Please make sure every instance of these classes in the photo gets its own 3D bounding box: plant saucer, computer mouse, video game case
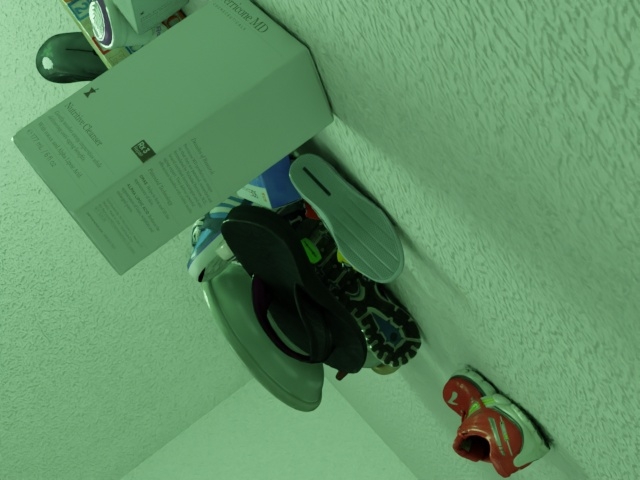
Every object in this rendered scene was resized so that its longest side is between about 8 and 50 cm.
[{"bbox_3d":[-0.099,0.187,2.207,0.400,0.100,0.400,49,-167,-15],"label":"plant saucer"},{"bbox_3d":[-0.545,-0.443,2.349,0.072,0.272,0.188,68,-162,-76],"label":"computer mouse"},{"bbox_3d":[-0.131,-0.197,1.714,0.244,0.061,0.269,-158,49,-70],"label":"video game case"}]

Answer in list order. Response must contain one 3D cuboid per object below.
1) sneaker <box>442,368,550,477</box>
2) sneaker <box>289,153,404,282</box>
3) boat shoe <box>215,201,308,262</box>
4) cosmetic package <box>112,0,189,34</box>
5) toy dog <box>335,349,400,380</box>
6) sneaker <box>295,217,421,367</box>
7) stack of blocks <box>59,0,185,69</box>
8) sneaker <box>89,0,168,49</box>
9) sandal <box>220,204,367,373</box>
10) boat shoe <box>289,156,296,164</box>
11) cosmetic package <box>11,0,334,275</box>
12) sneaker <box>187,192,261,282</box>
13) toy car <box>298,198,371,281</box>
[{"bbox_3d":[0.258,0.302,1.651,0.107,0.118,0.279,57,170,-20],"label":"sneaker"},{"bbox_3d":[0.053,-0.036,1.584,0.258,0.094,0.091,54,-169,23],"label":"sneaker"},{"bbox_3d":[-0.081,0.003,1.985,0.158,0.127,0.340,49,-155,-4],"label":"boat shoe"},{"bbox_3d":[-0.287,-0.435,1.664,0.085,0.117,0.231,53,172,0],"label":"cosmetic package"},{"bbox_3d":[0.042,0.188,2.196,0.220,0.161,0.333,59,169,-30],"label":"toy dog"},{"bbox_3d":[0.053,0.099,1.911,0.330,0.130,0.147,55,169,-10],"label":"sneaker"},{"bbox_3d":[-0.402,-0.469,1.944,0.297,0.171,0.087,53,171,9],"label":"stack of blocks"},{"bbox_3d":[-0.369,-0.490,1.865,0.114,0.152,0.305,-39,62,57],"label":"sneaker"},{"bbox_3d":[-0.059,0.119,1.763,0.167,0.107,0.446,3,141,35],"label":"sandal"},{"bbox_3d":[-0.081,-0.130,1.899,0.065,0.075,0.206,49,175,7],"label":"boat shoe"},{"bbox_3d":[-0.200,-0.159,1.402,0.217,0.385,0.156,43,168,37],"label":"cosmetic package"},{"bbox_3d":[-0.255,-0.076,2.159,0.236,0.323,0.130,34,143,8],"label":"sneaker"},{"bbox_3d":[0.000,0.000,1.754,0.239,0.053,0.225,53,134,2],"label":"toy car"}]
